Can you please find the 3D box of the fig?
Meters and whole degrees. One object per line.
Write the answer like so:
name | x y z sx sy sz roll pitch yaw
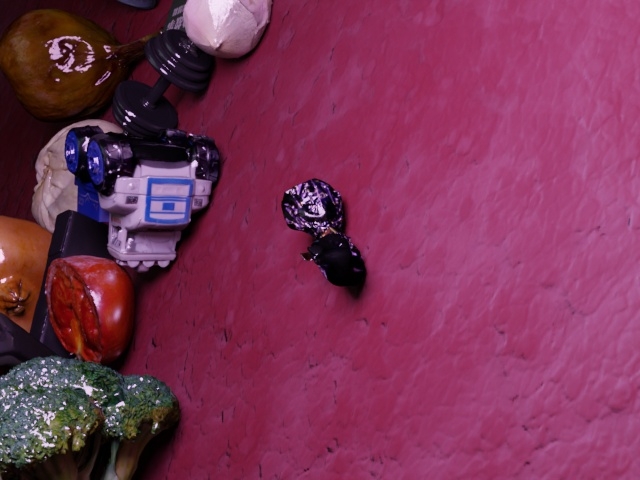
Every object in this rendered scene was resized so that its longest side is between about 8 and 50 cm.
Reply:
fig | -0.365 -0.267 1.841 0.290 0.190 0.191 16 84 43

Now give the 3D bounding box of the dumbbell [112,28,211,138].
dumbbell | -0.213 -0.209 1.610 0.208 0.099 0.099 -48 35 28

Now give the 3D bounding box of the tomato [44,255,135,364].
tomato | -0.275 0.083 1.509 0.159 0.091 0.139 17 117 54

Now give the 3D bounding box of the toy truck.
toy truck | -0.230 -0.053 1.505 0.213 0.161 0.177 20 107 59

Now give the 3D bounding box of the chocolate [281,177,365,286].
chocolate | 0.003 0.001 1.155 0.070 0.072 0.147 -55 26 26

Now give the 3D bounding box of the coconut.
coconut | -0.118 -0.284 1.509 0.110 0.110 0.125 -37 35 41

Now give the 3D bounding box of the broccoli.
broccoli | -0.272 0.254 1.310 0.269 0.269 0.254 -64 -13 4

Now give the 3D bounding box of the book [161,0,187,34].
book | -0.146 -0.382 1.695 0.202 0.027 0.264 -1 69 57

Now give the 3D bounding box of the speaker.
speaker | -0.341 0.072 1.635 0.044 0.082 0.218 -19 54 46

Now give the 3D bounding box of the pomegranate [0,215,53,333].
pomegranate | -0.453 0.068 1.702 0.209 0.209 0.209 -37 41 41

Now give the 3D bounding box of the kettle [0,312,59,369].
kettle | -0.484 0.236 1.489 0.377 0.361 0.250 90 158 -63

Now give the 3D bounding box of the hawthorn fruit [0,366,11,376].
hawthorn fruit | -0.579 0.234 1.797 0.205 0.205 0.253 11 80 59

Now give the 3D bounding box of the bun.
bun | -0.358 -0.094 1.751 0.188 0.111 0.164 -41 41 32

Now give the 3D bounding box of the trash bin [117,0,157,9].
trash bin | -0.296 -0.477 1.884 0.175 0.175 0.161 3 60 58
